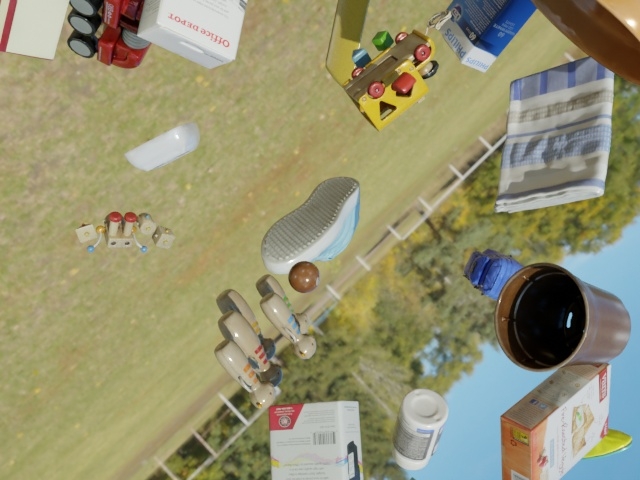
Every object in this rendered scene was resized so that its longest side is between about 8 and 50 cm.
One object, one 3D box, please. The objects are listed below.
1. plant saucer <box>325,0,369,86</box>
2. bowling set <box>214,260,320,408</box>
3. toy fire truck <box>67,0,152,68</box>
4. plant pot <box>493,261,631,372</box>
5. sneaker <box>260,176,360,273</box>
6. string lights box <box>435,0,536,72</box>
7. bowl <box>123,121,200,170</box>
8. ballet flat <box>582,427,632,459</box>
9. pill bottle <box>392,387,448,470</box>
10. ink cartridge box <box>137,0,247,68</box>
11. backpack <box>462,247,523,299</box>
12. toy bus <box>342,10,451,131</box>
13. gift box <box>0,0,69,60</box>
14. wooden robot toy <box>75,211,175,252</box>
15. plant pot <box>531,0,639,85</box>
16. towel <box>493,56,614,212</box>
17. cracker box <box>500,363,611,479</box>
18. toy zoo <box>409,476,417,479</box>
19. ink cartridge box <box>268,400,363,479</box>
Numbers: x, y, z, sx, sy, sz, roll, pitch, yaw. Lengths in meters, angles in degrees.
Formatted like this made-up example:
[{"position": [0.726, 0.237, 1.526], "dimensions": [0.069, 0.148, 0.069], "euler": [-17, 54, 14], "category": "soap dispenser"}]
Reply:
[{"position": [0.074, -0.595, 2.076], "dimensions": [0.332, 0.081, 0.332], "euler": [-86, -172, -74], "category": "plant saucer"}, {"position": [-0.059, 0.146, 1.240], "dimensions": [0.200, 0.154, 0.287], "euler": [-33, -162, 7], "category": "bowling set"}, {"position": [-0.334, -0.419, 1.435], "dimensions": [0.158, 0.246, 0.217], "euler": [-69, -170, -25], "category": "toy fire truck"}, {"position": [0.391, 0.130, 1.181], "dimensions": [0.165, 0.167, 0.167], "euler": [13, 133, -38], "category": "plant pot"}, {"position": [0.000, 0.000, 1.606], "dimensions": [0.366, 0.135, 0.150], "euler": [-44, 135, -48], "category": "sneaker"}, {"position": [0.347, -0.473, 1.446], "dimensions": [0.077, 0.133, 0.259], "euler": [9, 134, -36], "category": "string lights box"}, {"position": [-0.309, -0.185, 1.501], "dimensions": [0.142, 0.053, 0.142], "euler": [-25, -173, 11], "category": "bowl"}, {"position": [0.532, 0.424, 1.572], "dimensions": [0.231, 0.077, 0.077], "euler": [-31, 176, 40], "category": "ballet flat"}, {"position": [0.160, 0.315, 1.235], "dimensions": [0.078, 0.078, 0.137], "euler": [-41, 150, -41], "category": "pill bottle"}, {"position": [-0.202, -0.408, 1.235], "dimensions": [0.086, 0.148, 0.203], "euler": [-1, -105, 52], "category": "ink cartridge box"}, {"position": [0.357, 0.074, 1.546], "dimensions": [0.120, 0.101, 0.097], "euler": [-122, -131, -74], "category": "backpack"}, {"position": [0.143, -0.284, 1.318], "dimensions": [0.202, 0.104, 0.190], "euler": [-7, -133, 40], "category": "toy bus"}, {"position": [-0.517, -0.447, 1.115], "dimensions": [0.276, 0.255, 0.258], "euler": [-1, 129, -45], "category": "gift box"}, {"position": [-0.344, -0.030, 1.302], "dimensions": [0.173, 0.079, 0.076], "euler": [1, 126, -30], "category": "wooden robot toy"}, {"position": [0.466, -0.396, 1.112], "dimensions": [0.203, 0.291, 0.291], "euler": [-49, 175, 12], "category": "plant pot"}, {"position": [0.410, -0.189, 1.319], "dimensions": [0.209, 0.034, 0.284], "euler": [-9, -119, 46], "category": "towel"}, {"position": [0.401, 0.313, 1.267], "dimensions": [0.232, 0.155, 0.067], "euler": [-27, -149, -34], "category": "cracker box"}, {"position": [0.326, 0.632, 1.699], "dimensions": [0.030, 0.293, 0.192], "euler": [-53, 165, -12], "category": "toy zoo"}, {"position": [-0.007, 0.338, 1.145], "dimensions": [0.128, 0.175, 0.072], "euler": [-10, 164, 25], "category": "ink cartridge box"}]
